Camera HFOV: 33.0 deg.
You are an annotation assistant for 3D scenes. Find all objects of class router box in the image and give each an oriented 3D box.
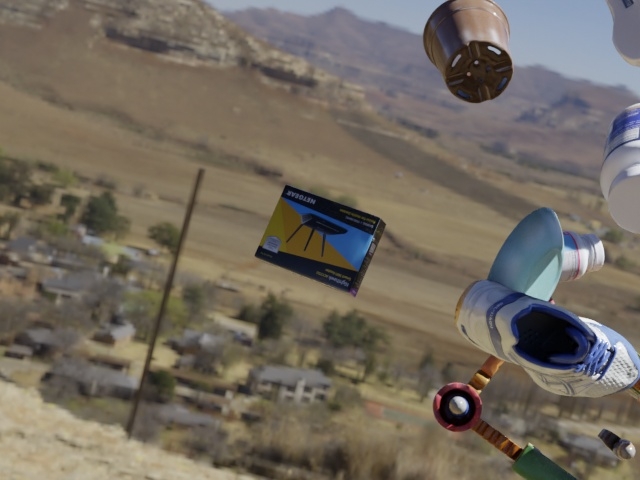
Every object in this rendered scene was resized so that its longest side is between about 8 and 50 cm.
[{"bbox_3d":[0.000,0.000,1.760,0.179,0.133,0.046,20,-8,22],"label":"router box"}]

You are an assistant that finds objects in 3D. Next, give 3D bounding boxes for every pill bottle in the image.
[{"bbox_3d":[0.398,0.030,1.850,0.160,0.087,0.087,-8,16,-16],"label":"pill bottle"},{"bbox_3d":[0.414,-0.090,1.375,0.112,0.112,0.186,16,35,9],"label":"pill bottle"}]

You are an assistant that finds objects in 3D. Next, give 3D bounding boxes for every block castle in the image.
[{"bbox_3d":[0.452,0.315,1.853,0.453,0.303,0.213,37,-2,15],"label":"block castle"}]

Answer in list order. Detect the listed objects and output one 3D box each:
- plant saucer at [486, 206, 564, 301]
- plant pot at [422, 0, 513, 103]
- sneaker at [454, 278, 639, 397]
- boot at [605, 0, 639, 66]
[{"bbox_3d":[0.287,0.051,1.475,0.037,0.195,0.195,28,15,32],"label":"plant saucer"},{"bbox_3d":[0.282,-0.344,1.997,0.167,0.167,0.165,12,34,-11],"label":"plant pot"},{"bbox_3d":[0.313,0.145,1.385,0.296,0.111,0.131,21,0,-25],"label":"sneaker"},{"bbox_3d":[0.403,-0.260,1.338,0.086,0.069,0.190,42,34,-33],"label":"boot"}]
